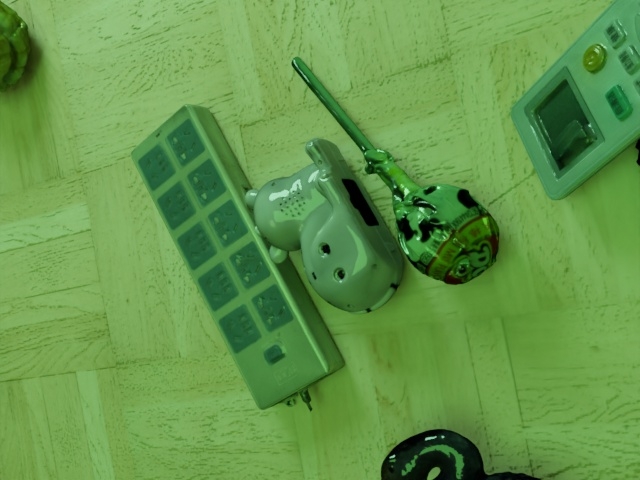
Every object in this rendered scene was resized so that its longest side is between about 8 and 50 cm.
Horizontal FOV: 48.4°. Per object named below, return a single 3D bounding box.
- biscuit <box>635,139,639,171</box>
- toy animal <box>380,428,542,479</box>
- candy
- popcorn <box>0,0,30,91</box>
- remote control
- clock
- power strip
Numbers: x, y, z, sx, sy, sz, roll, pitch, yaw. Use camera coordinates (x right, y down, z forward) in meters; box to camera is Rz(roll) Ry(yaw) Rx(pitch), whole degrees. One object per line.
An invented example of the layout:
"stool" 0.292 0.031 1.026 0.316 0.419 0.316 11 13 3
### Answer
"biscuit" 0.343 -0.074 0.544 0.194 0.053 0.195 2 94 29
"toy animal" 0.171 0.296 0.621 0.298 0.122 0.186 26 101 32
"candy" 0.058 -0.084 0.688 0.305 0.083 0.091 53 151 23
"popcorn" -0.442 -0.254 0.913 0.135 0.162 0.142 1 121 -6
"remote control" 0.259 -0.148 0.527 0.293 0.051 0.103 -47 50 47
"clock" 0.000 0.000 0.714 0.117 0.080 0.176 -35 77 25
"power strip" -0.093 0.021 0.786 0.106 0.043 0.367 -35 78 26
